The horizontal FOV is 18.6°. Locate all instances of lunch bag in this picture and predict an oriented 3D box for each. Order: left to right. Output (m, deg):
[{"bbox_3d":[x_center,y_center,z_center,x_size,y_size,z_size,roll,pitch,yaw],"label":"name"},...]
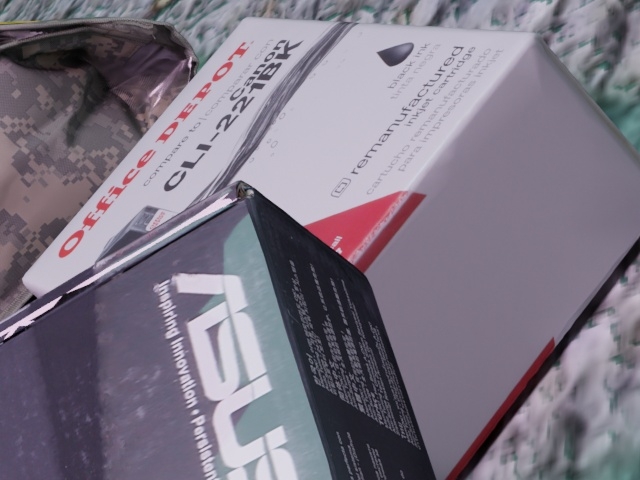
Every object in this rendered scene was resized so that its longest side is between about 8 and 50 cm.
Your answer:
[{"bbox_3d":[-0.237,-0.052,1.293,0.287,0.169,0.235,-46,22,-23],"label":"lunch bag"}]

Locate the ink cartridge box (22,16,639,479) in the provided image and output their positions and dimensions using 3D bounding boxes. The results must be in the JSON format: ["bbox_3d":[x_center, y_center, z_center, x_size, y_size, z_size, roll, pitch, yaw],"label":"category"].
[{"bbox_3d":[0.000,0.000,0.945,0.197,0.114,0.273,-51,27,-14],"label":"ink cartridge box"}]

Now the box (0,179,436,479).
[{"bbox_3d":[-0.081,0.223,0.585,0.318,0.097,0.395,-29,55,17],"label":"box"}]
